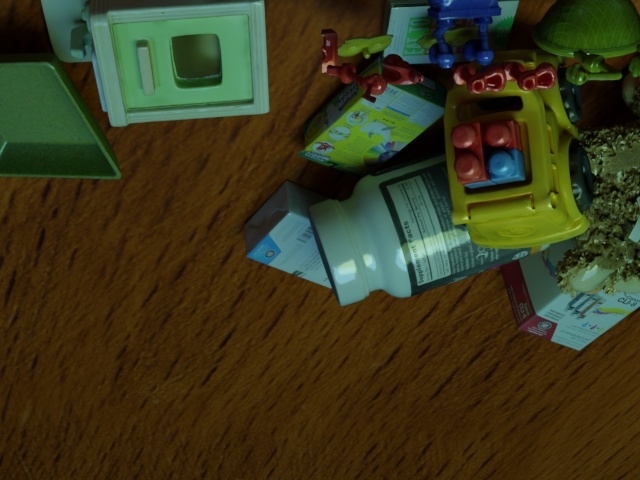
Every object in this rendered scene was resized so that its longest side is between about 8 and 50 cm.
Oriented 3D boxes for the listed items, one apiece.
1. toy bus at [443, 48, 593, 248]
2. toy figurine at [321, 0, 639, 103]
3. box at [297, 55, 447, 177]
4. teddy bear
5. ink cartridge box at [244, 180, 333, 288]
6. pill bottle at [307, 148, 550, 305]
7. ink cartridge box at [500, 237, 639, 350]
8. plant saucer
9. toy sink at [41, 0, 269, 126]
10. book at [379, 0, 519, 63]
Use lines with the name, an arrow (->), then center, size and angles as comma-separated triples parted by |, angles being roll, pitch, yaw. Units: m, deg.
toy bus -> 0.192, -0.113, 1.172 | 0.149, 0.220, 0.211 | -9, 169, 25
toy figurine -> 0.180, -0.276, 1.084 | 0.362, 0.191, 0.217 | -6, 114, -9
box -> 0.058, -0.141, 1.317 | 0.105, 0.043, 0.179 | 19, 141, -30
teddy bear -> 0.384, -0.080, 1.335 | 0.245, 0.113, 0.338 | -11, 118, -22
ink cartridge box -> 0.000, 0.000, 1.477 | 0.180, 0.060, 0.104 | 22, 131, -30
pill bottle -> 0.135, -0.023, 1.361 | 0.278, 0.162, 0.162 | -19, 140, -3
ink cartridge box -> 0.367, 0.045, 1.537 | 0.128, 0.127, 0.176 | 20, 132, -29
plant saucer -> -0.332, -0.147, 1.228 | 0.188, 0.045, 0.188 | 3, 145, 21
toy sink -> -0.174, -0.215, 1.136 | 0.234, 0.131, 0.153 | -3, 140, -4
book -> 0.143, -0.242, 1.237 | 0.144, 0.035, 0.096 | -4, 144, -7
